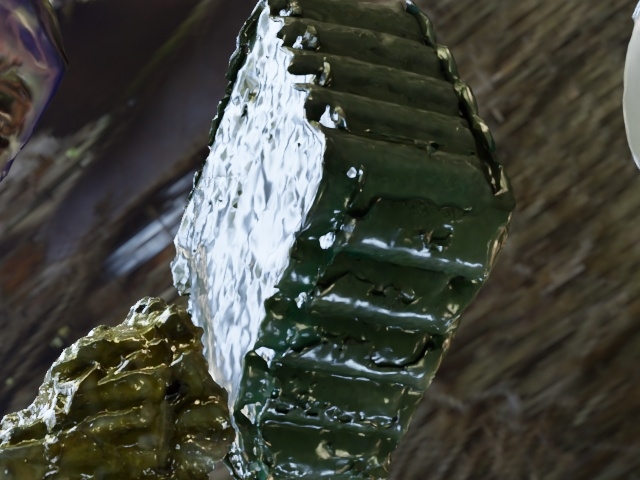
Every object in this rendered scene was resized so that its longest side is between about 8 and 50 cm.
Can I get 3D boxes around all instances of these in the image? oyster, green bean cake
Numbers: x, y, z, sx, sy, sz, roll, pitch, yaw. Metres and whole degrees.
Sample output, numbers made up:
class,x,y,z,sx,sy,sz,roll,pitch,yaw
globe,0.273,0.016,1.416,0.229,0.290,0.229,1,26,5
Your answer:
class,x,y,z,sx,sy,sz,roll,pitch,yaw
oyster,-0.095,0.076,0.561,0.045,0.146,0.121,53,-127,-38
green bean cake,0.000,0.000,0.919,0.132,0.255,0.241,7,-148,-22

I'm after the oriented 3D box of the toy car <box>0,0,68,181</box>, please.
class,x,y,z,sx,sy,sz,roll,pitch,yaw
toy car,-0.171,-0.085,0.504,0.172,0.235,0.158,45,-170,35

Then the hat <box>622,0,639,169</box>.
class,x,y,z,sx,sy,sz,roll,pitch,yaw
hat,0.217,-0.099,0.670,0.161,0.275,0.232,-22,-106,-28
